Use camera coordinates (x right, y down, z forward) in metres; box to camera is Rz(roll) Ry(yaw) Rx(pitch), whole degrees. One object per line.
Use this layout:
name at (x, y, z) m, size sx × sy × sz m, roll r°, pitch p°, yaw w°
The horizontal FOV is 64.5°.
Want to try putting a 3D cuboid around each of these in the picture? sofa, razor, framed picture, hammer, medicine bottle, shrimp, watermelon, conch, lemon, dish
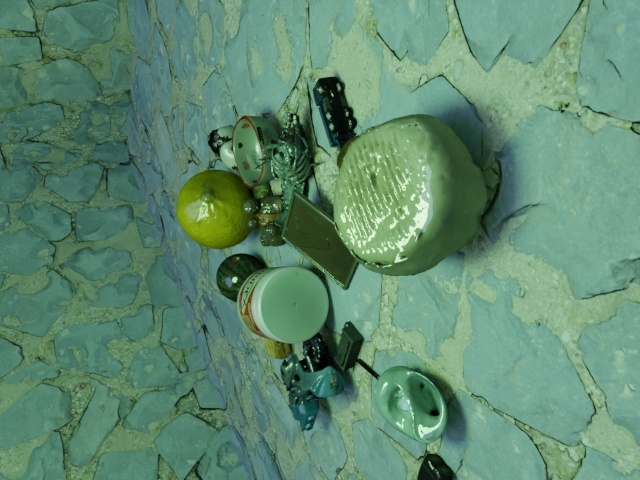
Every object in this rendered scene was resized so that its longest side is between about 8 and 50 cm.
sofa at (0.078, 0.340, 1.626) m, size 0.085 × 0.060 × 0.147 m, roll 50°, pitch 141°, yaw 39°
razor at (0.304, 0.654, 1.378) m, size 0.090 × 0.054 × 0.148 m, roll 46°, pitch 138°, yaw 47°
framed picture at (0.000, 0.000, 1.576) m, size 0.289 × 0.016 × 0.213 m, roll 39°, pitch 137°, yaw 21°
hammer at (0.162, 0.405, 1.555) m, size 0.178 × 0.021 × 0.065 m, roll 33°, pitch 128°, yaw 53°
medicine bottle at (-0.133, 0.215, 1.731) m, size 0.241 × 0.253 × 0.252 m, roll -9°, pitch 94°, yaw 62°
shrimp at (-0.101, -0.223, 1.624) m, size 0.221 × 0.166 × 0.410 m, roll 15°, pitch 135°, yaw 20°
watermelon at (-0.325, 0.153, 2.088) m, size 0.212 × 0.212 × 0.212 m, roll 30°, pitch 127°, yaw 51°
conch at (0.244, 0.420, 1.320) m, size 0.221 × 0.121 × 0.185 m, roll 39°, pitch 130°, yaw 37°
lemon at (-0.401, -0.122, 1.987) m, size 0.336 × 0.336 × 0.336 m, roll 30°, pitch 127°, yaw 51°
dish at (-0.209, -0.316, 1.788) m, size 0.256 × 0.117 × 0.256 m, roll 29°, pitch 126°, yaw 51°

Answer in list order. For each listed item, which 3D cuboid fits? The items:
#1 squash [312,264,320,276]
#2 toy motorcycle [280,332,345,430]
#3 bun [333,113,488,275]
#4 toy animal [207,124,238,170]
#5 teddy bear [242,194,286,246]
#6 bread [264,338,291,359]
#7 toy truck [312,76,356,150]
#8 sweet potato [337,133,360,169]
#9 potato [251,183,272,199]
squash at (-0.013, 0.080, 1.708) m, size 0.027 × 0.027 × 0.083 m, roll 23°, pitch 121°, yaw 54°
toy motorcycle at (-0.031, 0.516, 1.765) m, size 0.232 × 0.172 × 0.416 m, roll 53°, pitch 138°, yaw 42°
bun at (0.196, -0.093, 1.118) m, size 0.360 × 0.211 × 0.359 m, roll 8°, pitch 101°, yaw 50°
toy animal at (-0.326, -0.354, 1.955) m, size 0.179 × 0.166 × 0.138 m, roll 43°, pitch 138°, yaw 27°
teddy bear at (-0.172, -0.070, 1.821) m, size 0.140 × 0.177 × 0.190 m, roll -23°, pitch -78°, yaw -75°
bread at (-0.178, 0.370, 2.045) m, size 0.114 × 0.083 × 0.211 m, roll 1°, pitch 102°, yaw 54°
toy truck at (0.040, -0.348, 1.412) m, size 0.088 × 0.074 × 0.201 m, roll -33°, pitch 74°, yaw 68°
sweet potato at (0.100, -0.217, 1.346) m, size 0.108 × 0.079 × 0.346 m, roll 55°, pitch 151°, yaw 2°
potato at (-0.240, -0.205, 1.952) m, size 0.119 × 0.054 × 0.197 m, roll -32°, pitch 74°, yaw 61°
